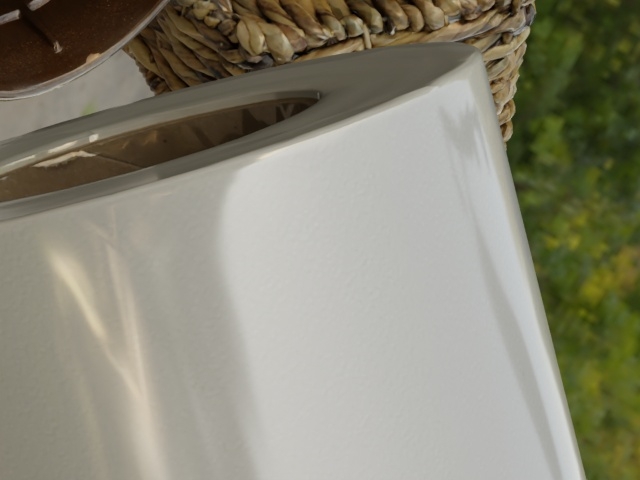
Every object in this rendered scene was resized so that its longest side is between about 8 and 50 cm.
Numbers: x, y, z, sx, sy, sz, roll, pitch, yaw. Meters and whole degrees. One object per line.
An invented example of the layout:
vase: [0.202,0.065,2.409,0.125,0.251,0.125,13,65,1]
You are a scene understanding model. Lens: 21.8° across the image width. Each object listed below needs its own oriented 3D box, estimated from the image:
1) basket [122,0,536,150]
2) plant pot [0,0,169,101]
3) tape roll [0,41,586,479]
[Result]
basket: [-0.026,-0.147,1.001,0.213,0.299,0.223,-15,145,-14]
plant pot: [-0.153,-0.175,0.725,0.167,0.165,0.167,-42,160,-19]
tape roll: [-0.043,0.044,0.573,0.246,0.246,0.169,-39,116,-62]
